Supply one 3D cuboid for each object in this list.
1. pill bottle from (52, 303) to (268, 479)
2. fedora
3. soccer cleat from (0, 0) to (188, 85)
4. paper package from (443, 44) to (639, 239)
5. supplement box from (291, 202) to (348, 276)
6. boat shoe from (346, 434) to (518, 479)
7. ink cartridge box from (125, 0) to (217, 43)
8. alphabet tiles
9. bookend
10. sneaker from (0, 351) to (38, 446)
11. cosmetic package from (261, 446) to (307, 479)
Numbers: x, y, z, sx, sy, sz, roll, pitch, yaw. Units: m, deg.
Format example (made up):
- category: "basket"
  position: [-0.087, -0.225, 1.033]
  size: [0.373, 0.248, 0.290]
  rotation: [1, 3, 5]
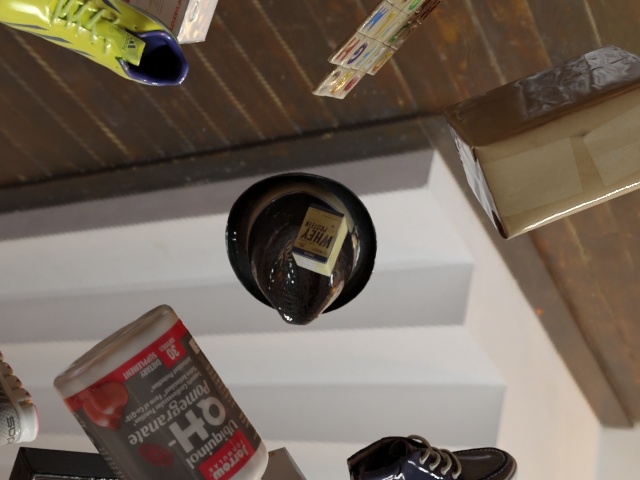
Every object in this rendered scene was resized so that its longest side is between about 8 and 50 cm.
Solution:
- category: "pill bottle"
  position: [-0.177, 0.255, 1.167]
  size: [0.176, 0.176, 0.319]
  rotation: [-27, 99, 48]
- category: "fedora"
  position: [-0.043, 0.041, 1.768]
  size: [0.333, 0.153, 0.334]
  rotation: [2, 122, 4]
- category: "soccer cleat"
  position: [-0.269, -0.258, 1.107]
  size: [0.121, 0.093, 0.289]
  rotation: [41, -165, 31]
- category: "paper package"
  position: [0.396, -0.173, 1.517]
  size: [0.324, 0.309, 0.168]
  rotation: [-22, 109, 6]
- category: "supplement box"
  position: [0.000, 0.000, 1.408]
  size: [0.056, 0.083, 0.083]
  rotation: [19, 166, 10]
- category: "boat shoe"
  position: [0.199, 0.406, 1.623]
  size: [0.127, 0.340, 0.158]
  rotation: [36, 139, 56]
- category: "ink cartridge box"
  position: [-0.261, -0.440, 1.603]
  size: [0.175, 0.072, 0.127]
  rotation: [42, 125, 24]
- category: "alphabet tiles"
  position: [0.125, -0.343, 1.390]
  size: [0.011, 0.285, 0.342]
  rotation: [46, 105, 6]
- category: "bookend"
  position: [-0.354, 0.375, 1.270]
  size: [0.156, 0.157, 0.072]
  rotation: [16, -170, -35]
- category: "sneaker"
  position: [-0.332, 0.126, 0.844]
  size: [0.170, 0.074, 0.063]
  rotation: [48, 128, 16]
- category: "cosmetic package"
  position: [-0.066, 0.450, 1.617]
  size: [0.098, 0.239, 0.061]
  rotation: [-11, 109, -18]
